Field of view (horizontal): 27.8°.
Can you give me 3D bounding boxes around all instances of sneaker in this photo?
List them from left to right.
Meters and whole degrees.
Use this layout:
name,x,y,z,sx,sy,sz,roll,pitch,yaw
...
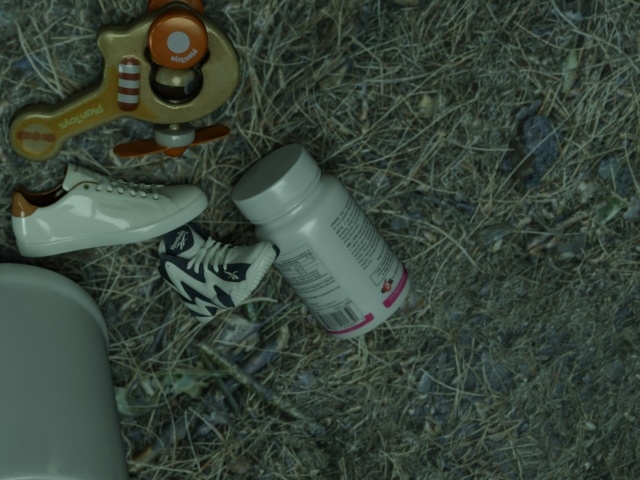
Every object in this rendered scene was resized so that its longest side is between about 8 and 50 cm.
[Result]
name,x,y,z,sx,sy,sz,roll,pitch,yaw
sneaker,-0.312,-0.061,1.904,0.290,0.106,0.123,-12,112,-9
sneaker,-0.170,0.025,1.931,0.153,0.235,0.094,42,59,-10

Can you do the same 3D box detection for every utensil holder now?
name,x,y,z,sx,sy,sz,roll,pitch,yaw
utensil holder,-0.433,0.278,1.781,0.327,0.385,0.327,-9,133,-10

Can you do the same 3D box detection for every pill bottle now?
name,x,y,z,sx,sy,sz,roll,pitch,yaw
pill bottle,0.000,0.000,1.976,0.160,0.160,0.283,-38,113,-1

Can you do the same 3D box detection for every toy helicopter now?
name,x,y,z,sx,sy,sz,roll,pitch,yaw
toy helicopter,-0.282,-0.199,1.880,0.355,0.140,0.235,-24,121,5

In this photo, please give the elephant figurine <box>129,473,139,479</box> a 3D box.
name,x,y,z,sx,sy,sz,roll,pitch,yaw
elephant figurine,-0.386,0.420,1.964,0.186,0.239,0.169,-40,112,0
